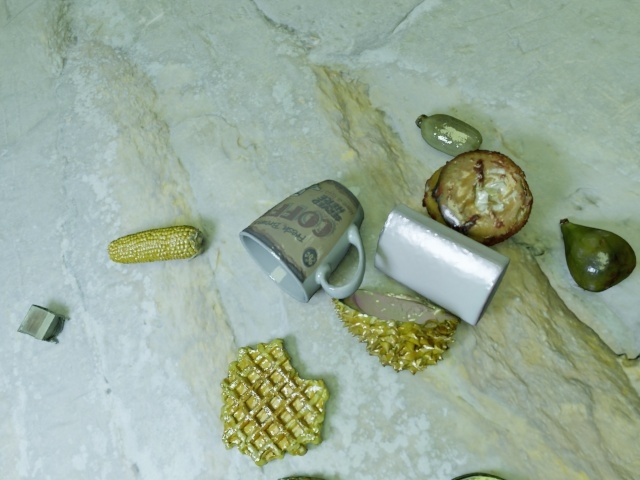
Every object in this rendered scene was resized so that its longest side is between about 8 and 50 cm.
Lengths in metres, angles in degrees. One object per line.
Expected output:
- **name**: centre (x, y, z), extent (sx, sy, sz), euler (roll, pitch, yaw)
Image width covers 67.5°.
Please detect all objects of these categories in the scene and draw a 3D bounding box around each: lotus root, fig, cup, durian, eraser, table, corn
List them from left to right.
- **table**: centre (-0.727, 0.222, 1.263), extent (0.083, 0.062, 0.079), euler (17, 74, 16)
- **corn**: centre (-0.436, 0.014, 1.270), extent (0.260, 0.091, 0.091), euler (-8, 34, 9)
- **cup**: centre (0.000, 0.000, 1.111), extent (0.257, 0.227, 0.301), euler (-45, 55, -14)
- **durian**: centre (0.143, 0.181, 1.045), extent (0.305, 0.195, 0.185), euler (19, 81, 15)
- **eraser**: centre (0.259, 0.051, 1.067), extent (0.270, 0.174, 0.095), euler (32, 42, 27)
- **lotus root**: centre (0.324, -0.274, 1.232), extent (0.183, 0.077, 0.090), euler (33, 79, 18)
- **fig**: centre (0.590, 0.018, 1.051), extent (0.133, 0.126, 0.185), euler (-36, 71, 11)

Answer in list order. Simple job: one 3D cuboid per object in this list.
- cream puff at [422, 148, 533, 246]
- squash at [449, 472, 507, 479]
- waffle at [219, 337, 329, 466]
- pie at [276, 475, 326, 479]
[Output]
- **cream puff**: centre (0.360, -0.091, 1.116), extent (0.240, 0.164, 0.240), euler (0, 79, -2)
- **squash**: centre (0.325, 0.592, 0.936), extent (0.252, 0.049, 0.252), euler (-4, 69, 12)
- **waffle**: centre (-0.107, 0.365, 1.097), extent (0.291, 0.051, 0.291), euler (-4, 68, 10)
- **pie**: centre (-0.036, 0.610, 0.992), extent (0.241, 0.054, 0.240), euler (-4, 67, 11)
